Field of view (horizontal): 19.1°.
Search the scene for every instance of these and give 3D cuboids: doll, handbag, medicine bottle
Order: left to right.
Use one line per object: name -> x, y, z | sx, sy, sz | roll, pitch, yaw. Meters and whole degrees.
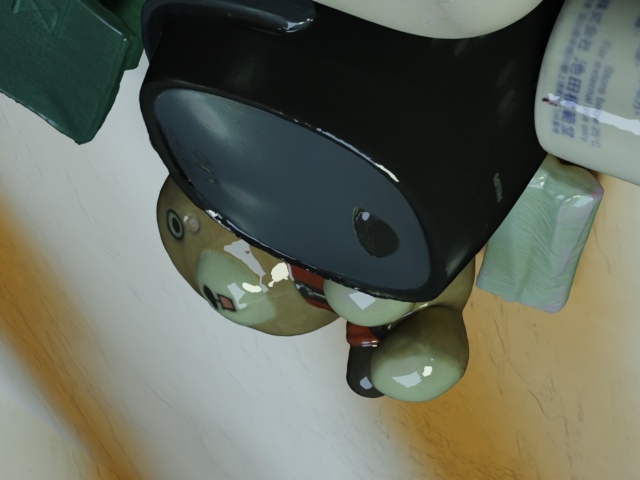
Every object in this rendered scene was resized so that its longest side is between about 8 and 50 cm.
handbag -> -0.285, -0.228, 1.527 | 0.326, 0.089, 0.238 | 34, 158, -3
doll -> 0.000, 0.000, 1.540 | 0.330, 0.174, 0.235 | 16, 151, 44
medicine bottle -> 0.299, -0.057, 1.067 | 0.341, 0.130, 0.130 | 21, 156, 25

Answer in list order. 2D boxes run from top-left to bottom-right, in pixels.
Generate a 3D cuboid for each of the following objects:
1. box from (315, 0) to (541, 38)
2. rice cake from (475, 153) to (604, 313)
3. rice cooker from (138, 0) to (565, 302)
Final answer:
box -> -0.015, -0.242, 0.923 | 0.289, 0.141, 0.349 | 24, 162, 20
rice cake -> 0.168, -0.005, 1.471 | 0.080, 0.042, 0.222 | 23, 156, 10
rice cooker -> 0.027, -0.111, 1.184 | 0.267, 0.224, 0.267 | 26, 159, 11
